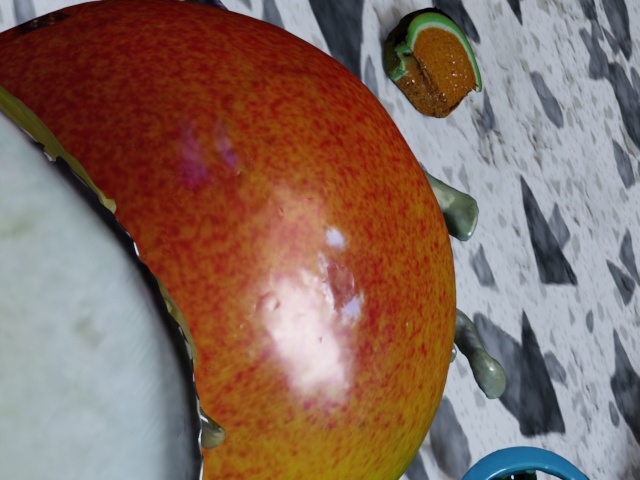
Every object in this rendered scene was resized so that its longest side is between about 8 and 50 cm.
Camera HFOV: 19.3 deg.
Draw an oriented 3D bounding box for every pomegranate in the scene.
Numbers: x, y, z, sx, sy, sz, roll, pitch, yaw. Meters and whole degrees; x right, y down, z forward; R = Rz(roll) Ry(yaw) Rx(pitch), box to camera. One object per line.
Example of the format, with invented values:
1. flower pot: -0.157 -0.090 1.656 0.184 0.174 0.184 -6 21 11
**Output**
1. pomegranate: -0.054 0.039 0.671 0.257 0.221 0.221 57 30 -18

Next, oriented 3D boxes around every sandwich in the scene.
1. sandwich: 0.069 -0.114 1.205 0.101 0.026 0.069 -39 113 -58

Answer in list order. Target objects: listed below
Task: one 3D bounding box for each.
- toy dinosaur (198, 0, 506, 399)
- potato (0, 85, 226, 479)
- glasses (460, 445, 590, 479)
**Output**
1. toy dinosaur: 0.005 -0.004 0.919 0.162 0.077 0.294 21 27 -38
2. potato: -0.189 0.025 0.474 0.299 0.196 0.246 44 74 -11
3. glasses: 0.142 0.240 1.037 0.207 0.102 0.239 25 52 -55
